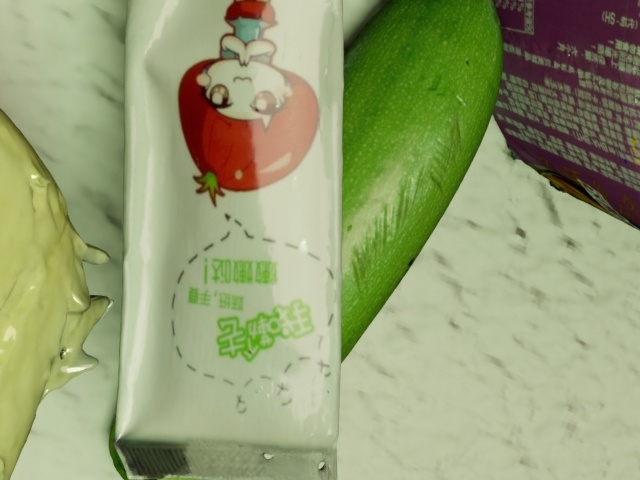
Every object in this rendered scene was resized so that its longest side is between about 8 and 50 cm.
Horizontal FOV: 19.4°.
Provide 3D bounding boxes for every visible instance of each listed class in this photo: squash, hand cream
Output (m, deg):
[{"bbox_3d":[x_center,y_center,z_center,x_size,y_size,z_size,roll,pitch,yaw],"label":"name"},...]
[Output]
[{"bbox_3d":[0.002,0.000,0.872,0.082,0.082,0.292,41,78,-36],"label":"squash"},{"bbox_3d":[-0.034,-0.063,0.791,0.121,0.076,0.335,5,84,-41],"label":"hand cream"}]

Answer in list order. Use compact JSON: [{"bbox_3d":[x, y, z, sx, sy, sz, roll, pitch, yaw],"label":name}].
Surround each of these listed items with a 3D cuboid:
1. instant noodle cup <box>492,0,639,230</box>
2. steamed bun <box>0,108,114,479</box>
[{"bbox_3d":[0.248,-0.107,0.908,0.340,0.266,0.339,-10,107,-34],"label":"instant noodle cup"},{"bbox_3d":[-0.218,0.027,0.670,0.273,0.166,0.232,27,75,-55],"label":"steamed bun"}]
